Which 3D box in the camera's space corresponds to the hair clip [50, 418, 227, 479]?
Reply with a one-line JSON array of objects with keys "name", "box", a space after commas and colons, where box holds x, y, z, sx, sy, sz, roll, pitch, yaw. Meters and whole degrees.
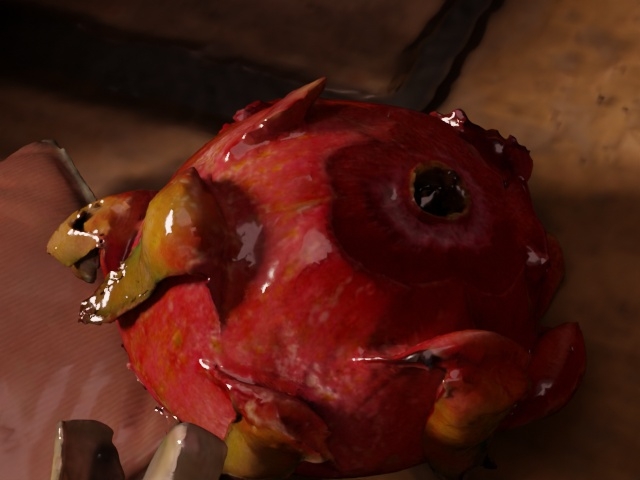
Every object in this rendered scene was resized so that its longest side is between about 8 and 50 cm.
[{"name": "hair clip", "box": [-0.061, 0.136, 0.361, 0.056, 0.062, 0.214, -13, 57, 38]}]

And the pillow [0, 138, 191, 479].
[{"name": "pillow", "box": [-0.147, 0.067, 0.453, 0.232, 0.043, 0.126, -31, 55, -8]}]

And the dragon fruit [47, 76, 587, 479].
[{"name": "dragon fruit", "box": [0.005, 0.001, 0.421, 0.112, 0.068, 0.126, -33, 59, -27]}]
